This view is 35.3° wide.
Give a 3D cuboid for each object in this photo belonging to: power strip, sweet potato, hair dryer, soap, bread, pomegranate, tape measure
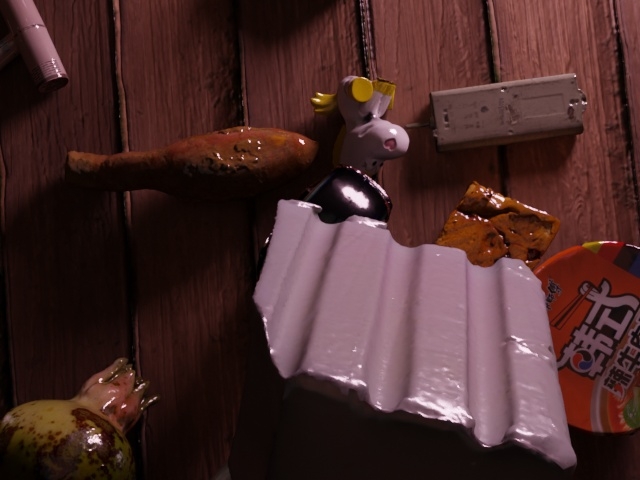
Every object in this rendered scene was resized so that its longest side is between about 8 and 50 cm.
[{"bbox_3d":[0.257,-0.186,1.484,0.268,0.034,0.092,-8,85,2],"label":"power strip"},{"bbox_3d":[-0.191,-0.105,1.470,0.385,0.109,0.109,-6,85,3],"label":"sweet potato"},{"bbox_3d":[-0.519,-0.283,1.535,0.220,0.053,0.195,-26,83,7],"label":"hair dryer"},{"bbox_3d":[0.073,0.157,1.108,0.350,0.435,0.213,17,112,-2],"label":"soap"},{"bbox_3d":[0.234,0.011,1.410,0.143,0.158,0.149,30,88,10],"label":"bread"},{"bbox_3d":[-0.347,0.284,1.392,0.222,0.204,0.276,21,81,24],"label":"pomegranate"},{"bbox_3d":[0.000,0.000,1.399,0.135,0.202,0.223,37,93,3],"label":"tape measure"}]

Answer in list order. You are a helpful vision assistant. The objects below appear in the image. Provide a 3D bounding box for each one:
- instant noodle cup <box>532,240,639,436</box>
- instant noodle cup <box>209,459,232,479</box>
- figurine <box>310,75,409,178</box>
[{"bbox_3d":[0.371,0.132,1.370,0.250,0.192,0.250,0,85,4],"label":"instant noodle cup"},{"bbox_3d":[-0.006,0.366,1.302,0.294,0.308,0.294,0,93,5],"label":"instant noodle cup"},{"bbox_3d":[0.065,-0.155,1.473,0.129,0.109,0.178,-18,84,28],"label":"figurine"}]
